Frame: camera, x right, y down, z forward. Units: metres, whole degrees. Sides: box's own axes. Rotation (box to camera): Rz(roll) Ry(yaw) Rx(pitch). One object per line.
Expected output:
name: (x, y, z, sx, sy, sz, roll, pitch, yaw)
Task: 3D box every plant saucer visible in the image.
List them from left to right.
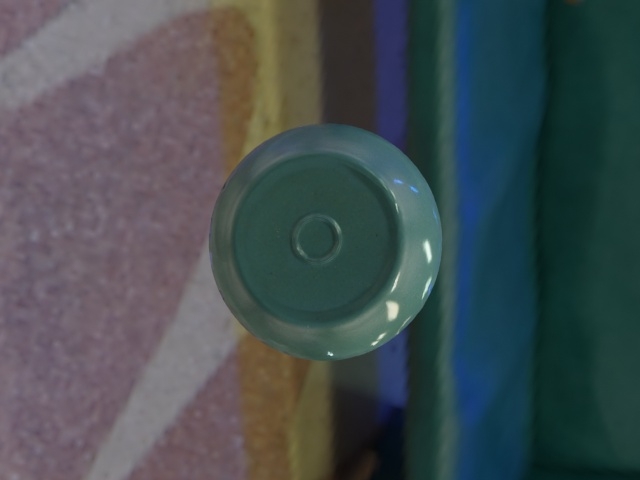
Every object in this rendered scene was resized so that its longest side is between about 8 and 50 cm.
plant saucer: (0.000, 0.000, 0.961, 0.021, 0.119, 0.119, 19, 87, -79)
